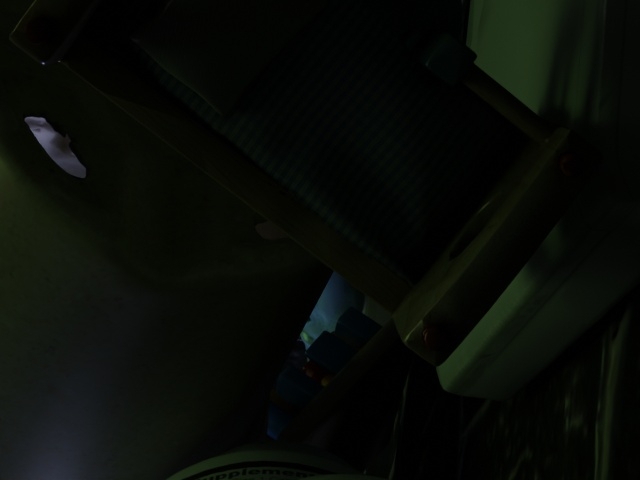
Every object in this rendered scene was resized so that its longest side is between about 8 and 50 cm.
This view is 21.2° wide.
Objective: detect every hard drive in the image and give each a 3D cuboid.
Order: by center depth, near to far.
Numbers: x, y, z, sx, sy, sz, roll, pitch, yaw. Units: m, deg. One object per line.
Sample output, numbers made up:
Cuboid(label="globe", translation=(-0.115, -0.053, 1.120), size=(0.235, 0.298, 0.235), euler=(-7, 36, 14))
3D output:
Cuboid(label="hard drive", translation=(0.086, -0.068, 0.592), size=(0.307, 0.040, 0.203), euler=(106, 171, -75))

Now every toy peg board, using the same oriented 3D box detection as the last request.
Cuboid(label="toy peg board", translation=(-0.014, 0.125, 1.208), size=(0.161, 0.079, 0.161), euler=(-44, -24, -39))

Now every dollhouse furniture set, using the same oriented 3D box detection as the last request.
Cuboid(label="dollhouse furniture set", translation=(0.031, -0.088, 0.444), size=(0.184, 0.129, 0.129), euler=(-52, 7, 5))

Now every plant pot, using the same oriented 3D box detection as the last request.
Cuboid(label="plant pot", translation=(-0.129, -0.001, 0.944), size=(0.305, 0.334, 0.334), euler=(128, 155, -49))

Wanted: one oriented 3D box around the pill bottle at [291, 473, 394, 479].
Cuboid(label="pill bottle", translation=(0.007, 0.152, 0.405), size=(0.265, 0.153, 0.153), euler=(-88, 5, -81))

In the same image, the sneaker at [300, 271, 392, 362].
Cuboid(label="sneaker", translation=(0.000, 0.000, 1.364), size=(0.135, 0.150, 0.366), euler=(-84, 2, -67))

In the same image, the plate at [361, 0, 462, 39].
Cuboid(label="plate", translation=(0.030, -0.222, 1.028), size=(0.277, 0.045, 0.278), euler=(-51, -41, -61))

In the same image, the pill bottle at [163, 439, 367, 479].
Cuboid(label="pill bottle", translation=(-0.025, 0.211, 0.766), size=(0.323, 0.181, 0.181), euler=(-88, 6, -73))
